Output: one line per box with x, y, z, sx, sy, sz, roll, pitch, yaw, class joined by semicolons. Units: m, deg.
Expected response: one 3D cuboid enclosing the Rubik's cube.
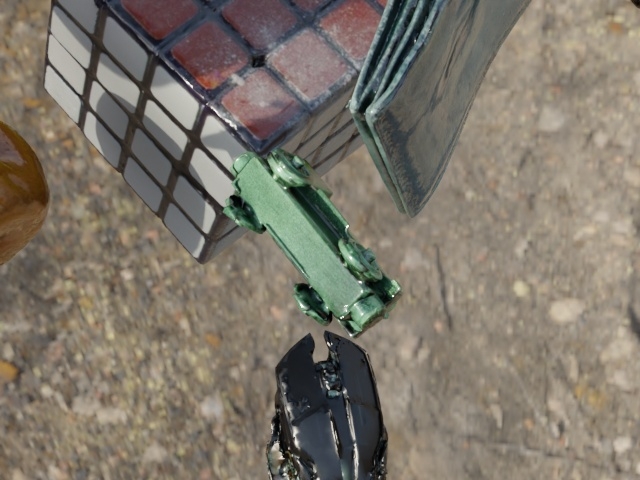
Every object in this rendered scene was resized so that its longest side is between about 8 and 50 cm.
-0.105;-0.238;1.694;0.344;0.337;0.344;-39;81;-24;Rubik's cube

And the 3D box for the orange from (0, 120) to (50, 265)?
-0.420;-0.040;1.453;0.249;0.249;0.183;-34;83;-20;orange

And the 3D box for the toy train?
-0.001;0.001;1.231;0.083;0.132;0.200;-42;69;14;toy train

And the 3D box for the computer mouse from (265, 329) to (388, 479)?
0.017;0.220;1.522;0.146;0.077;0.242;-10;91;-24;computer mouse

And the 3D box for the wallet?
0.112;-0.180;1.109;0.054;0.251;0.290;18;78;20;wallet

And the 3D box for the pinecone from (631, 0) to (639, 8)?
0.374;-0.328;1.404;0.165;0.163;0.163;-34;55;-11;pinecone
